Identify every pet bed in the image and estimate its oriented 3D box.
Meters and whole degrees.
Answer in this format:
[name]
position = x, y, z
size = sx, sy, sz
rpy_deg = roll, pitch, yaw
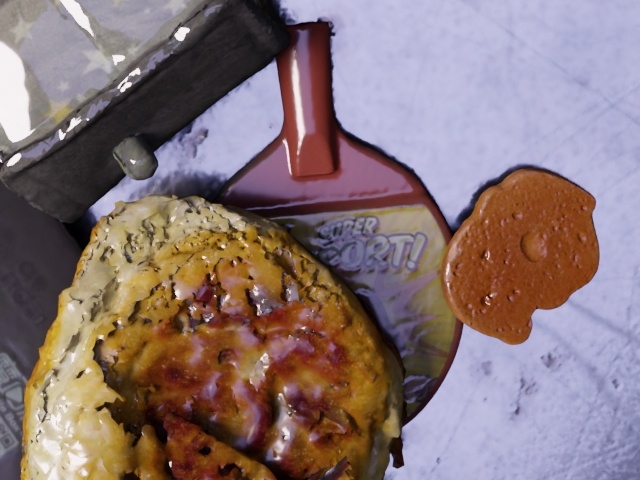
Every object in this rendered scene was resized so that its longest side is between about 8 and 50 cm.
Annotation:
[pet bed]
position = -0.129, -0.127, 1.147
size = 0.211, 0.183, 0.159
rpy_deg = -35, 93, 6

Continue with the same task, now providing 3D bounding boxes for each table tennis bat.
[table tennis bat]
position = 0.000, 0.000, 1.238
size = 0.200, 0.038, 0.310
rpy_deg = -6, 101, 0

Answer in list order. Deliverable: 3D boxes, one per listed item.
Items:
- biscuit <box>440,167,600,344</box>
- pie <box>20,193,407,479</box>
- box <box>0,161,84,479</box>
[biscuit]
position = 0.143, 0.009, 1.229
size = 0.102, 0.019, 0.130
rpy_deg = 43, 85, -16
[pie]
position = -0.073, 0.128, 1.174
size = 0.308, 0.085, 0.308
rpy_deg = 1, 89, -24
[box]
position = -0.252, 0.132, 1.199
size = 0.289, 0.073, 0.290
rpy_deg = -35, 96, -15
